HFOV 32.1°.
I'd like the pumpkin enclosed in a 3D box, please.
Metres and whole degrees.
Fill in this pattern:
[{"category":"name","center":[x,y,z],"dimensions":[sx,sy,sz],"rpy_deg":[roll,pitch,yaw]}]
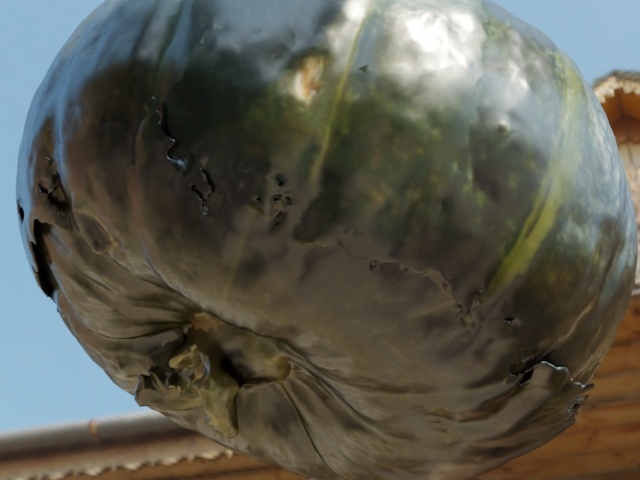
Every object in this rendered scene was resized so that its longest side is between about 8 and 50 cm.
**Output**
[{"category":"pumpkin","center":[-0.001,0.003,0.411],"dimensions":[0.238,0.159,0.238],"rpy_deg":[23,-21,10]}]
